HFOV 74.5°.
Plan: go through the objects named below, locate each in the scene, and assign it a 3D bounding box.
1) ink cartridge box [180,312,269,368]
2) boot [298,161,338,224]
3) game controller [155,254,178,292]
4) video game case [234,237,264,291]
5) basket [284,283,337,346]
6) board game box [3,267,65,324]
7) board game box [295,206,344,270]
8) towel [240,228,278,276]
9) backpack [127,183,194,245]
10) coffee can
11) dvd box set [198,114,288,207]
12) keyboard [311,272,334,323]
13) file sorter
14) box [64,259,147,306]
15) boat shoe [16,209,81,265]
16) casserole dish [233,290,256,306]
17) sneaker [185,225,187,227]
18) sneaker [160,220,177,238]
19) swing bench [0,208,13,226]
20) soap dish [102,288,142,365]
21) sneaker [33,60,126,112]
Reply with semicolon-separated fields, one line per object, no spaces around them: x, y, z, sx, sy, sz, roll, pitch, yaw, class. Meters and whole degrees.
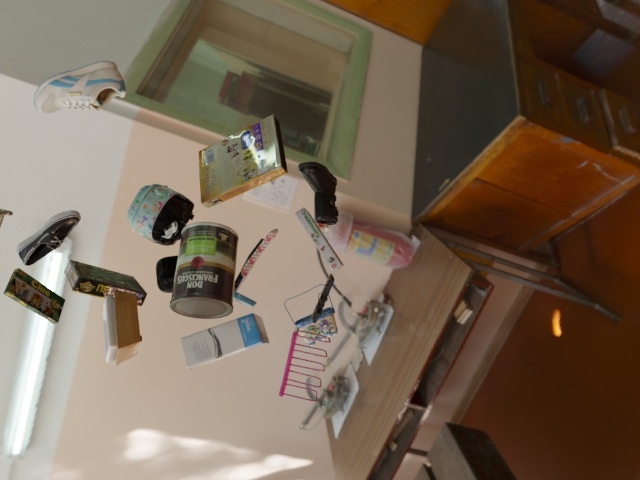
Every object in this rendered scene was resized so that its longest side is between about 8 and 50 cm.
-0.388;0.417;1.749;0.223;0.307;0.129;85;165;-76;ink cartridge box
-0.001;-0.180;1.677;0.094;0.246;0.207;-10;71;27;boot
-0.535;0.130;1.807;0.067;0.319;0.166;112;146;-49;game controller
-0.382;0.138;2.217;0.248;0.035;0.275;-59;4;21;video game case
-0.034;0.413;2.327;0.201;0.255;0.289;82;162;-84;basket
-1.239;0.246;1.838;0.136;0.030;0.260;-108;-9;-45;board game box
0.000;0.000;1.910;0.053;0.305;0.193;-33;-7;3;board game box
-0.221;0.041;1.566;0.197;0.029;0.144;-53;3;7;towel
-0.631;-0.106;1.649;0.225;0.191;0.253;-63;-1;-5;backpack
-0.389;0.104;1.433;0.201;0.201;0.275;124;149;-55;coffee can
-0.358;-0.353;1.890;0.062;0.420;0.308;41;-147;-56;dvd box set
0.000;0.218;1.602;0.100;0.038;0.192;-128;59;-75;keyboard
-0.069;0.587;1.999;0.202;0.182;0.291;94;-171;-85;file sorter
-1.034;0.206;2.033;0.257;0.322;0.079;22;88;48;box
-1.140;-0.007;1.786;0.301;0.102;0.108;-37;-23;-6;boat shoe
-0.396;0.283;2.059;0.114;0.188;0.037;9;69;40;casserole dish
-0.682;-0.049;2.133;0.087;0.221;0.083;-55;29;27;sneaker
-0.565;-0.039;1.571;0.083;0.037;0.032;-50;56;21;sneaker
-1.235;-0.074;1.375;0.165;0.254;0.253;-62;-6;12;swing bench
-0.785;0.347;1.660;0.291;0.118;0.229;-46;53;52;soap dish
-0.626;-0.382;1.097;0.092;0.228;0.087;63;174;4;sneaker
